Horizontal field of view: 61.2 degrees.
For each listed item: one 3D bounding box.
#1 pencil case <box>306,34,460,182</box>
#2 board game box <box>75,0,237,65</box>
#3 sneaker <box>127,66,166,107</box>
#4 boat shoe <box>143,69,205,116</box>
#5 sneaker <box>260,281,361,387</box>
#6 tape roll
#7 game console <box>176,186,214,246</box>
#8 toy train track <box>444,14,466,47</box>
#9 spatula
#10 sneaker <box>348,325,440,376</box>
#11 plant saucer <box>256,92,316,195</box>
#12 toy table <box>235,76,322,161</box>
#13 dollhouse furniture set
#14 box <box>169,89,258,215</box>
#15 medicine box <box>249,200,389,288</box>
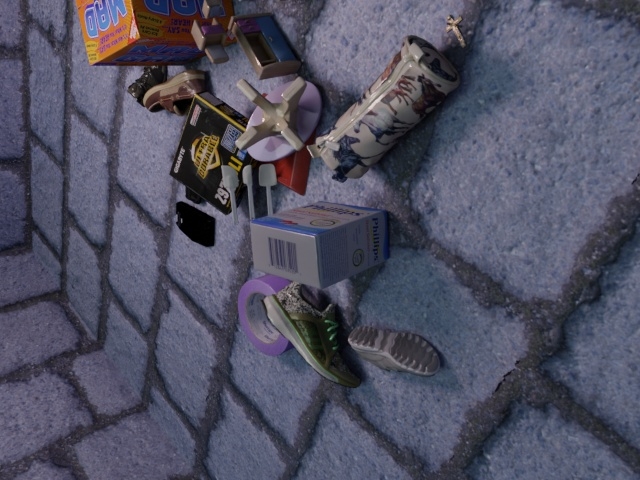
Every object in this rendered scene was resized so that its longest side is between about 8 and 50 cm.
[{"bbox_3d":[0.150,-0.313,1.321,0.410,0.183,0.160,-41,73,43],"label":"pencil case"},{"bbox_3d":[-0.537,-0.780,1.733,0.356,0.356,0.357,1,103,45],"label":"board game box"},{"bbox_3d":[-0.668,-0.620,2.084,0.087,0.130,0.228,33,122,32],"label":"sneaker"},{"bbox_3d":[-0.533,-0.515,1.991,0.341,0.123,0.123,-11,95,39],"label":"boat shoe"},{"bbox_3d":[0.002,0.284,1.686,0.182,0.158,0.410,-44,90,-1],"label":"sneaker"},{"bbox_3d":[-0.171,0.258,1.891,0.274,0.090,0.275,16,114,42],"label":"tape roll"},{"bbox_3d":[-0.485,-0.163,2.108,0.213,0.043,0.362,26,120,35],"label":"game console"},{"bbox_3d":[0.307,-0.477,1.232,0.048,0.014,0.083,-34,79,45],"label":"toy train track"},{"bbox_3d":[-0.222,-0.145,1.751,0.019,0.168,0.242,-102,8,-47],"label":"spatula"},{"bbox_3d":[0.217,0.324,1.541,0.281,0.105,0.115,15,143,39],"label":"sneaker"},{"bbox_3d":[-0.133,-0.302,1.706,0.258,0.047,0.259,32,124,34],"label":"plant saucer"},{"bbox_3d":[-0.122,-0.341,1.524,0.252,0.161,0.274,37,102,8],"label":"toy table"},{"bbox_3d":[-0.151,-0.611,1.452,0.198,0.286,0.303,59,146,13],"label":"dollhouse furniture set"},{"bbox_3d":[-0.335,-0.278,1.761,0.257,0.079,0.322,35,125,5],"label":"box"},{"bbox_3d":[0.000,0.000,1.492,0.263,0.289,0.149,12,113,42],"label":"medicine box"}]
